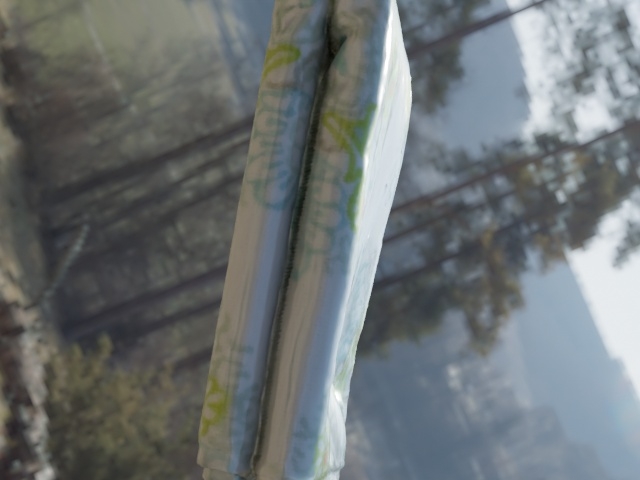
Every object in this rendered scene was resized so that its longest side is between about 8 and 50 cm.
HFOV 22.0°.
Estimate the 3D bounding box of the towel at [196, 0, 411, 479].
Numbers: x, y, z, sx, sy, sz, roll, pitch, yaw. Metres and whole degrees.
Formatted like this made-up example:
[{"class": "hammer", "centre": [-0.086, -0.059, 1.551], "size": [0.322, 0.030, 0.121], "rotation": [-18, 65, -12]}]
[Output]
[{"class": "towel", "centre": [0.000, 0.000, 1.143], "size": [0.320, 0.090, 0.374], "rotation": [74, 26, -82]}]
